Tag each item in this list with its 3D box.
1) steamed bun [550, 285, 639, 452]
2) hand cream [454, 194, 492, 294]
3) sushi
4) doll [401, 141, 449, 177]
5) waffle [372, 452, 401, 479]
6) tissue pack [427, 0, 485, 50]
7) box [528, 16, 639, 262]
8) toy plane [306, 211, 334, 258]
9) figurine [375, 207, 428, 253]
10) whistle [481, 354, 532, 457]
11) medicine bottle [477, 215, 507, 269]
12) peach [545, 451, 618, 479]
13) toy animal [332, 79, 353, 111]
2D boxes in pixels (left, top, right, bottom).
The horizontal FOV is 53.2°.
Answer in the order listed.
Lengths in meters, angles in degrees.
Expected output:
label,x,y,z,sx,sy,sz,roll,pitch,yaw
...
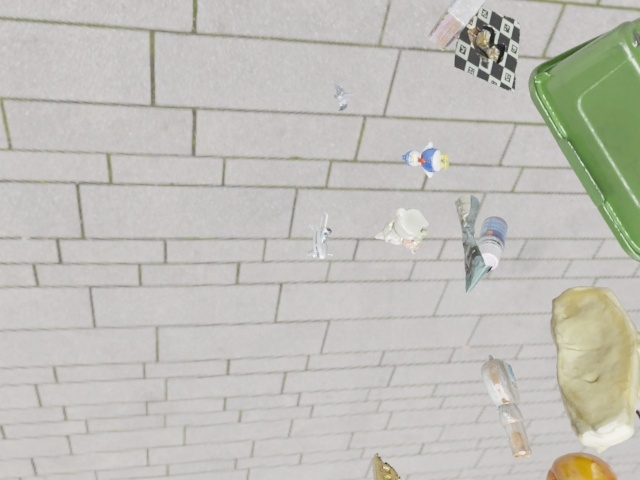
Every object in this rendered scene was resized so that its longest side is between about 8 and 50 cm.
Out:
label,x,y,z,sx,sy,sz,roll,pitch,yaw
steamed bun,0.648,0.270,1.378,0.247,0.428,0.189,-29,117,26
hand cream,0.302,-0.006,1.267,0.052,0.248,0.075,0,132,4
sushi,0.409,-0.485,1.610,0.210,0.193,0.040,10,174,-29
doll,0.285,-0.222,1.752,0.057,0.143,0.099,-24,119,-48
waffle,0.125,0.381,0.983,0.097,0.153,0.023,20,96,0
tissue pack,0.301,-0.493,1.394,0.060,0.148,0.109,39,81,-3
box,0.479,-0.164,0.888,0.252,0.329,0.178,-29,175,-24
toy plane,0.000,0.000,1.935,0.065,0.171,0.162,9,126,-22
figurine,0.185,-0.010,1.469,0.081,0.098,0.146,-26,168,-25
whistle,0.380,0.329,1.299,0.057,0.220,0.107,-27,138,24
medicine bottle,0.525,0.009,1.969,0.083,0.203,0.083,12,129,15
peach,0.533,0.502,1.313,0.138,0.138,0.138,-7,134,-7
toy animal,0.057,-0.359,1.573,0.050,0.084,0.028,-11,171,9
